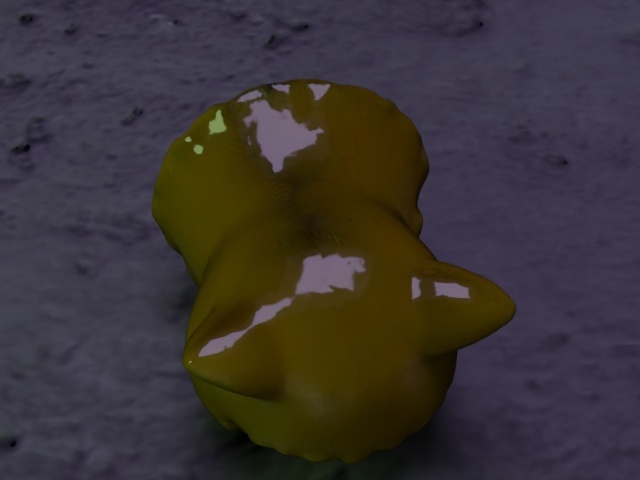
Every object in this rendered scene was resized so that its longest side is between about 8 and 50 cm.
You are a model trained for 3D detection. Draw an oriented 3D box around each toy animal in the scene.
[{"bbox_3d":[-0.005,0.001,0.913,0.156,0.156,0.230,-7,37,-11],"label":"toy animal"}]
